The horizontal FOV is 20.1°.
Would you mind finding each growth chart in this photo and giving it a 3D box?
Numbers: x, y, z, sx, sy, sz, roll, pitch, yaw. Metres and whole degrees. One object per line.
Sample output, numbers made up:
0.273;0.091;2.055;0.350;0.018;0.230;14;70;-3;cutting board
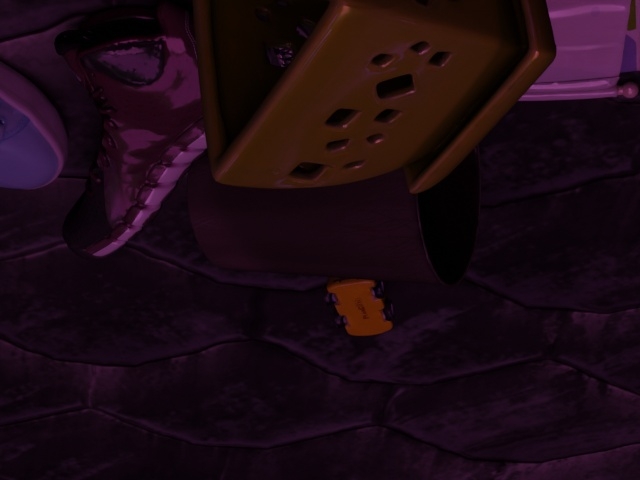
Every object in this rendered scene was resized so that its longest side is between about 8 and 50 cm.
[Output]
0.226;-0.191;1.529;0.172;0.021;0.237;1;144;-3;growth chart

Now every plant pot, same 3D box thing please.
0.043;-0.175;1.385;0.207;0.228;0.227;9;144;-26;plant pot

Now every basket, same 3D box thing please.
0.010;-0.048;1.605;0.227;0.204;0.154;-5;153;25;basket

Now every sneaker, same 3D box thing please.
-0.378;-0.102;1.534;0.366;0.150;0.135;26;138;-32;sneaker
-0.182;-0.111;1.575;0.162;0.106;0.281;30;122;-27;sneaker
-0.022;-0.153;1.564;0.032;0.037;0.083;-10;142;16;sneaker

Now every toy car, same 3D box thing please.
0.000;0.000;1.765;0.225;0.053;0.239;11;142;-15;toy car
